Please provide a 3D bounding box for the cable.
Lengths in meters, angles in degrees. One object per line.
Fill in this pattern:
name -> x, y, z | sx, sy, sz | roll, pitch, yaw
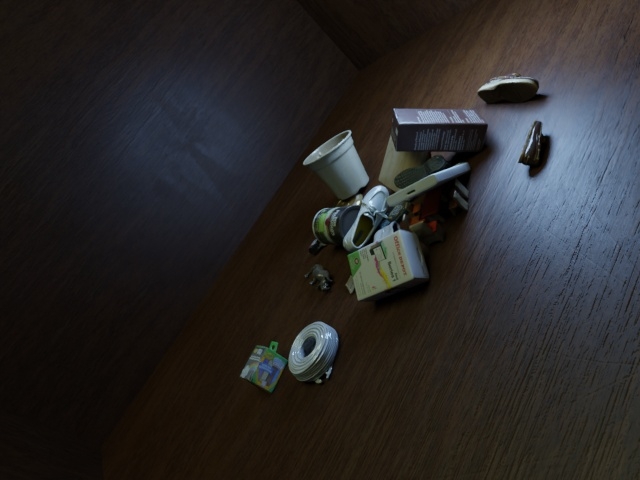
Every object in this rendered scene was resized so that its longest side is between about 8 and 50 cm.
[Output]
cable -> -0.035, 0.469, 1.763 | 0.257, 0.089, 0.257 | -21, 38, 48

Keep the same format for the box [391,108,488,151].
box -> 0.516, -0.490, 1.853 | 0.191, 0.380, 0.143 | -87, -1, -53

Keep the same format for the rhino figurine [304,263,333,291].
rhino figurine -> 0.000, 0.192, 2.117 | 0.106, 0.073, 0.243 | -53, 26, 2

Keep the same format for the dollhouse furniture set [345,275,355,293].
dollhouse furniture set -> 0.178, 0.170, 1.902 | 0.152, 0.058, 0.076 | -64, 28, 17

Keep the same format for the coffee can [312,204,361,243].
coffee can -> 0.109, -0.073, 2.147 | 0.202, 0.201, 0.275 | -58, 25, -16

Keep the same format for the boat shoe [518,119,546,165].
boat shoe -> 0.795, -0.358, 1.543 | 0.073, 0.073, 0.207 | 17, 68, 24

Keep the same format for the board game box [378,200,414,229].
board game box -> 0.355, -0.121, 2.003 | 0.186, 0.026, 0.126 | -48, 24, 6

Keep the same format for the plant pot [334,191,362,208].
plant pot -> 0.150, -0.200, 2.460 | 0.236, 0.032, 0.236 | -40, 26, 24

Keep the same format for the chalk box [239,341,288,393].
chalk box -> -0.253, 0.576, 1.940 | 0.132, 0.132, 0.213 | -11, 44, 56

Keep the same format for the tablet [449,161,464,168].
tablet -> 0.603, -0.331, 1.841 | 0.054, 0.006, 0.083 | -27, -3, 34

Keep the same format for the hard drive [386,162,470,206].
hard drive -> 0.454, -0.235, 1.732 | 0.232, 0.047, 0.353 | -26, -2, 42

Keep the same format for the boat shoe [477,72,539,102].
boat shoe -> 0.850, -0.698, 1.862 | 0.123, 0.123, 0.342 | -51, 18, 1

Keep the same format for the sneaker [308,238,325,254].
sneaker -> 0.000, 0.000, 2.396 | 0.178, 0.072, 0.077 | -35, 17, 19

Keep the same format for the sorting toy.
sorting toy -> 0.421, -0.364, 2.030 | 0.255, 0.089, 0.257 | 46, 132, 47

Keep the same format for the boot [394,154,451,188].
boot -> 0.463, -0.290, 1.864 | 0.246, 0.161, 0.084 | -26, 76, 23

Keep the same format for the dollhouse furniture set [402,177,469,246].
dollhouse furniture set -> 0.449, -0.117, 1.703 | 0.261, 0.135, 0.259 | -26, 34, 43

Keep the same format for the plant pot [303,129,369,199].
plant pot -> 0.119, -0.423, 2.450 | 0.333, 0.306, 0.334 | -32, 20, 13

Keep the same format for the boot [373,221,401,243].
boot -> 0.295, 0.016, 1.826 | 0.123, 0.095, 0.258 | -42, 24, 34

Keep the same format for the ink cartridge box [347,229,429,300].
ink cartridge box -> 0.261, 0.104, 1.641 | 0.278, 0.117, 0.202 | -29, 64, 39

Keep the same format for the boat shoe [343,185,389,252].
boat shoe -> 0.232, -0.112, 1.956 | 0.367, 0.135, 0.156 | -57, 7, -14
